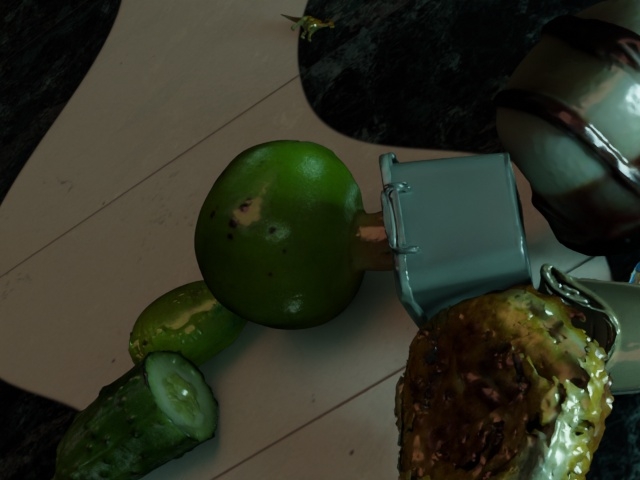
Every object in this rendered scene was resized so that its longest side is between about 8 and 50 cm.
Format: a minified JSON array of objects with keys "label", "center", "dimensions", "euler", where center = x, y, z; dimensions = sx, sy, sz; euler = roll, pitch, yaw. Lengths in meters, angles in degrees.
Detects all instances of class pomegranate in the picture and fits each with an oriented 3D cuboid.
[{"label":"pomegranate","center":[0.000,0.000,1.837],"dimensions":[0.302,0.236,0.236],"euler":[8,57,18]}]

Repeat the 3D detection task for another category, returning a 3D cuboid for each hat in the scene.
[{"label":"hat","center":[0.291,0.102,1.553],"dimensions":[0.175,0.085,0.147],"euler":[4,87,24]}]

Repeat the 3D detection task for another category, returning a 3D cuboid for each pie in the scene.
[{"label":"pie","center":[0.164,0.184,1.518],"dimensions":[0.308,0.085,0.308],"euler":[-32,47,43]}]

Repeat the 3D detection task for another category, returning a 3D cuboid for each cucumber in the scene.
[{"label":"cucumber","center":[-0.249,0.246,1.911],"dimensions":[0.244,0.134,0.134],"euler":[-36,35,21]}]

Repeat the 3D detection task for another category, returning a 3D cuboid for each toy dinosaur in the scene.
[{"label":"toy dinosaur","center":[-0.026,-0.325,2.338],"dimensions":[0.113,0.026,0.041],"euler":[12,57,41]}]

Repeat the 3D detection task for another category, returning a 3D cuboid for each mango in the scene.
[{"label":"mango","center":[-0.163,0.112,1.971],"dimensions":[0.178,0.100,0.119],"euler":[-28,30,14]}]

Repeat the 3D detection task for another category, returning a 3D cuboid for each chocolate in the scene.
[{"label":"chocolate","center":[0.311,-0.141,1.651],"dimensions":[0.283,0.186,0.283],"euler":[-30,35,24]}]

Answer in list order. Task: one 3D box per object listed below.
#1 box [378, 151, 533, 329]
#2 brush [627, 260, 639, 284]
[{"label":"box","center":[0.150,-0.001,1.628],"dimensions":[0.135,0.243,0.163],"euler":[-9,73,10]},{"label":"brush","center":[0.372,-0.001,1.608],"dimensions":[0.051,0.014,0.164],"euler":[20,69,52]}]
